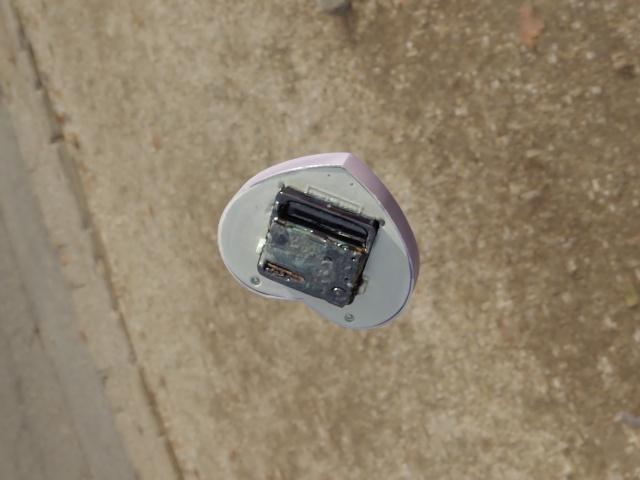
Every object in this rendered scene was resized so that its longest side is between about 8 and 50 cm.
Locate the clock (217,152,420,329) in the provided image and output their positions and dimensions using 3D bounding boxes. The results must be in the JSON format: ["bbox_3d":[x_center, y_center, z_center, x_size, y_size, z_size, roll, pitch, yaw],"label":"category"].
[{"bbox_3d":[0.000,0.000,1.132,0.198,0.064,0.172,21,124,5],"label":"clock"}]
